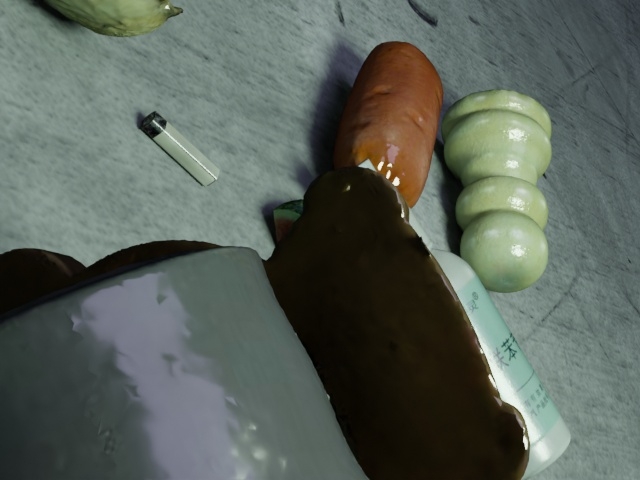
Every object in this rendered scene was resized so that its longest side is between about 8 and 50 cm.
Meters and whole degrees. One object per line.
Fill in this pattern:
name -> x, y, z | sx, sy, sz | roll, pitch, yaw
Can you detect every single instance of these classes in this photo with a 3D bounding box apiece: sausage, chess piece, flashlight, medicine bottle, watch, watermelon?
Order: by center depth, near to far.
watch -> -0.096, 0.114, 0.659 | 0.314, 0.335, 0.327 | 64, 18, 7
flashlight -> -0.125, -0.081, 1.133 | 0.083, 0.018, 0.018 | 43, 33, -29
watermelon -> 0.003, -0.004, 1.219 | 0.084, 0.092, 0.072 | -38, 138, -54
medicine bottle -> 0.120, 0.078, 1.283 | 0.352, 0.110, 0.110 | 59, 28, -4
sausage -> 0.075, -0.122, 1.409 | 0.113, 0.113, 0.259 | 49, 31, -20
chess piece -> 0.220, -0.049, 1.572 | 0.144, 0.144, 0.251 | 38, 41, -36

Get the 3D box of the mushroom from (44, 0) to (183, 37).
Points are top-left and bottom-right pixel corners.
mushroom -> -0.203, -0.313, 1.127 | 0.247, 0.130, 0.344 | 51, 26, -52
